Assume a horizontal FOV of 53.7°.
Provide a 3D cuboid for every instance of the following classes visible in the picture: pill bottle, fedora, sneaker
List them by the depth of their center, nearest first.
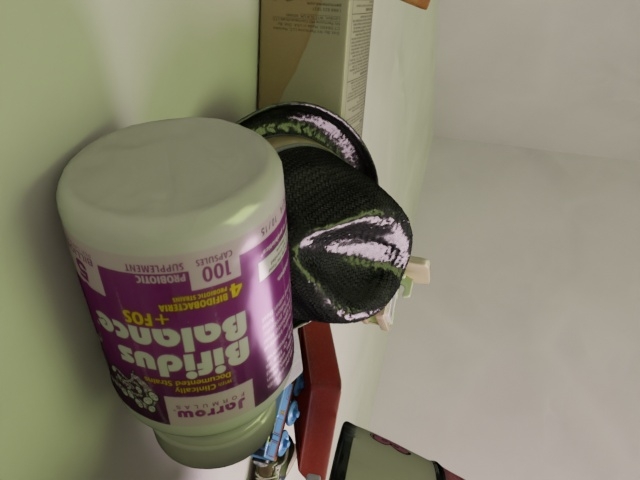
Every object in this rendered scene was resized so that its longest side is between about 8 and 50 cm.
[{"bbox_3d":[-0.109,0.061,0.554,0.169,0.169,0.301,-64,158,-49],"label":"pill bottle"},{"bbox_3d":[0.000,0.000,0.736,0.334,0.152,0.334,-24,124,-40],"label":"fedora"},{"bbox_3d":[-0.095,0.416,1.101,0.086,0.064,0.192,76,26,-43],"label":"sneaker"}]

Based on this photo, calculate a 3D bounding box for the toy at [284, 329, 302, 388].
[{"bbox_3d":[-0.094,0.116,0.870,0.137,0.056,0.237,-35,130,-45],"label":"toy"}]

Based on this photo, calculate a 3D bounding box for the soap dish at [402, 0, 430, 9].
[{"bbox_3d":[0.125,-0.476,0.826,0.229,0.118,0.290,-59,149,-81],"label":"soap dish"}]

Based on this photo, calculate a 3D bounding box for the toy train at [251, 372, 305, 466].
[{"bbox_3d":[-0.080,0.264,1.010,0.105,0.080,0.184,60,42,-61],"label":"toy train"}]

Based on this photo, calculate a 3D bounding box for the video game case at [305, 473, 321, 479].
[{"bbox_3d":[-0.025,0.403,0.766,0.201,0.023,0.183,96,5,-85],"label":"video game case"}]

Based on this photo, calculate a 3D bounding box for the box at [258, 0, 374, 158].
[{"bbox_3d":[-0.008,-0.196,0.884,0.148,0.121,0.311,-48,146,-65],"label":"box"}]

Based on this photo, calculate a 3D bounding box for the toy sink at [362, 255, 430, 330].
[{"bbox_3d":[0.095,0.099,1.274,0.153,0.234,0.131,61,40,-70],"label":"toy sink"}]

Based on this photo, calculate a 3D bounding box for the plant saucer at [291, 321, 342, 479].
[{"bbox_3d":[-0.017,0.268,1.142,0.259,0.048,0.258,-101,-163,-59],"label":"plant saucer"}]

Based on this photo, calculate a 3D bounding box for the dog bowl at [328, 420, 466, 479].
[{"bbox_3d":[0.055,0.398,0.620,0.408,0.150,0.407,10,90,-84],"label":"dog bowl"}]
